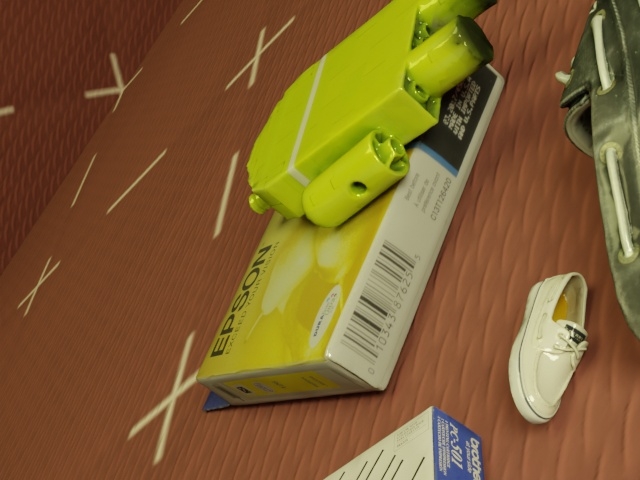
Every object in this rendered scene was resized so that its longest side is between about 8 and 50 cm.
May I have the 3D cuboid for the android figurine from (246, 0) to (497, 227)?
[{"bbox_3d":[0.032,-0.114,0.812,0.273,0.056,0.248,-36,28,35],"label":"android figurine"}]

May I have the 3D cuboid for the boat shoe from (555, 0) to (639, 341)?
[{"bbox_3d":[0.187,-0.089,0.544,0.119,0.121,0.335,-33,33,35],"label":"boat shoe"}]

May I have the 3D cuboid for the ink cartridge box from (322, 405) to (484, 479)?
[{"bbox_3d":[0.013,0.196,0.595,0.207,0.046,0.097,-41,25,31],"label":"ink cartridge box"}]

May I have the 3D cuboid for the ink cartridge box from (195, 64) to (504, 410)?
[{"bbox_3d":[0.000,0.000,0.867,0.307,0.072,0.303,-17,44,54],"label":"ink cartridge box"}]

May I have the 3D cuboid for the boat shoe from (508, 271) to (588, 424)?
[{"bbox_3d":[0.136,0.059,0.558,0.035,0.035,0.100,-34,24,46],"label":"boat shoe"}]
